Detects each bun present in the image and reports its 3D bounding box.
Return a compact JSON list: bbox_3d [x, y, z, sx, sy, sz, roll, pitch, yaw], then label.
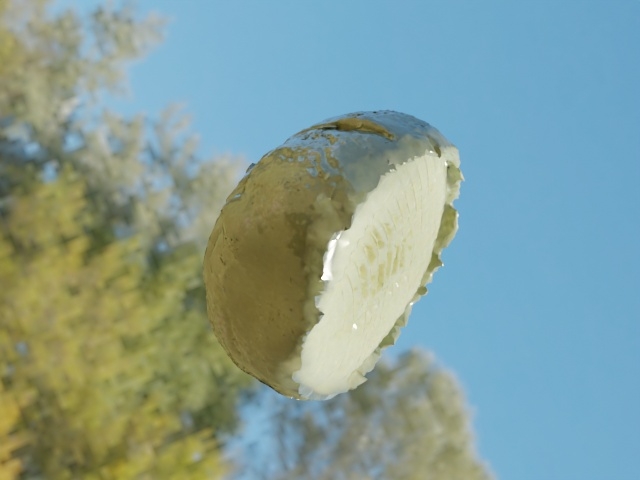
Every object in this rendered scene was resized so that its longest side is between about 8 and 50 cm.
[{"bbox_3d":[0.000,0.000,1.584,0.152,0.259,0.259,27,-38,21],"label":"bun"}]
